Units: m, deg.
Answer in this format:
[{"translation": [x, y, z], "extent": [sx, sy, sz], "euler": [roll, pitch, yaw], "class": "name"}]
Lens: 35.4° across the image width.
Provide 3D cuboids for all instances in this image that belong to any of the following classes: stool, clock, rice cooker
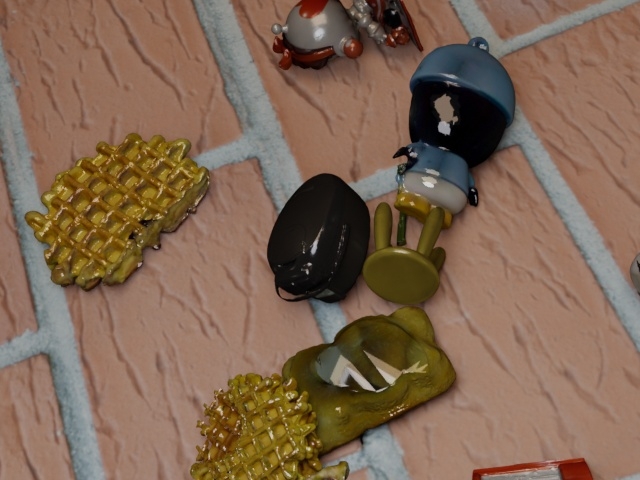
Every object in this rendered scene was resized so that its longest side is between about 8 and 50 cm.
[{"translation": [0.125, 0.019, 1.451], "extent": [0.135, 0.134, 0.110], "euler": [-37, 25, 39], "class": "stool"}, {"translation": [0.269, 0.328, 1.272], "extent": [0.155, 0.113, 0.061], "euler": [-6, 100, 7], "class": "clock"}, {"translation": [-0.001, 0.001, 1.475], "extent": [0.142, 0.118, 0.203], "euler": [-17, 50, 44], "class": "rice cooker"}]

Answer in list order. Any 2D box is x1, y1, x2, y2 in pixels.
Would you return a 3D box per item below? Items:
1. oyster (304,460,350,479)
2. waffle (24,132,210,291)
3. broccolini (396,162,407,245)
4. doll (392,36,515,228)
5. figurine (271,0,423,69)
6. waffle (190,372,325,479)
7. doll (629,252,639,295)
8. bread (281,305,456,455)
[{"translation": [-0.023, 0.343, 1.044], "extent": [0.133, 0.072, 0.209], "euler": [-7, 81, 1], "class": "oyster"}, {"translation": [-0.323, -0.046, 1.610], "extent": [0.309, 0.065, 0.283], "euler": [-12, 57, 7], "class": "waffle"}, {"translation": [0.128, -0.059, 1.547], "extent": [0.030, 0.035, 0.140], "euler": [0, 62, 15], "class": "broccolini"}, {"translation": [0.202, -0.176, 1.536], "extent": [0.177, 0.141, 0.314], "euler": [28, 74, -24], "class": "doll"}, {"translation": [0.022, -0.360, 1.684], "extent": [0.226, 0.160, 0.183], "euler": [-30, 59, 4], "class": "figurine"}, {"translation": [-0.089, 0.276, 1.348], "extent": [0.197, 0.070, 0.193], "euler": [-8, 74, 27], "class": "waffle"}, {"translation": [0.519, 0.034, 1.382], "extent": [0.180, 0.107, 0.110], "euler": [-23, 38, -10], "class": "doll"}, {"translation": [0.061, 0.181, 1.397], "extent": [0.233, 0.088, 0.161], "euler": [-26, 62, -3], "class": "bread"}]
